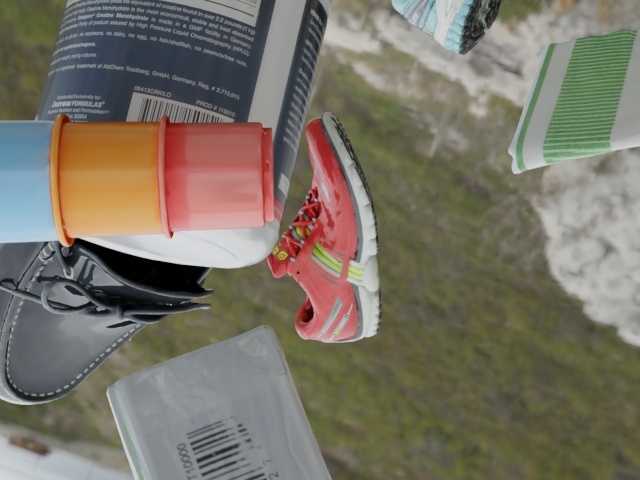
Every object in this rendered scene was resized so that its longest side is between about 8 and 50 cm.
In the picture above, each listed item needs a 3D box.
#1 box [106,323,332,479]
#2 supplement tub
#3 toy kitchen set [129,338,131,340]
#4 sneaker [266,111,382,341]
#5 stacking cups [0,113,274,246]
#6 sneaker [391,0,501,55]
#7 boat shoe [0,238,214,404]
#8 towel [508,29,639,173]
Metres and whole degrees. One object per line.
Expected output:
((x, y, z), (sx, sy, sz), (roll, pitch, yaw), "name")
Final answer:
((0.009, 0.203, 0.446), (0.058, 0.232, 0.322), (-20, 150, -8), "box")
((-0.099, -0.130, 0.936), (0.191, 0.272, 0.191), (12, 168, 3), "supplement tub")
((-0.273, 0.107, 1.733), (0.068, 0.083, 0.075), (4, -159, -32), "toy kitchen set")
((0.000, 0.000, 1.353), (0.118, 0.107, 0.279), (-9, 122, -3), "sneaker")
((-0.185, -0.042, 0.763), (0.316, 0.096, 0.096), (-4, 165, -4), "stacking cups")
((0.127, -0.323, 1.320), (0.122, 0.110, 0.283), (28, 140, 19), "sneaker")
((-0.189, 0.009, 1.209), (0.186, 0.156, 0.500), (15, 128, -38), "boat shoe")
((0.384, -0.175, 1.429), (0.324, 0.248, 0.038), (-8, 125, 29), "towel")
